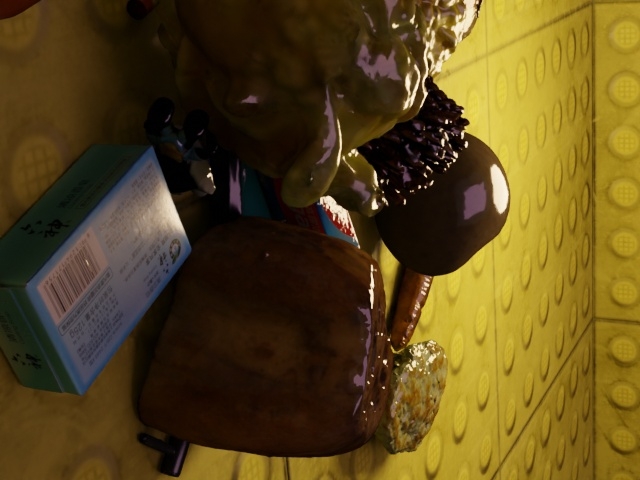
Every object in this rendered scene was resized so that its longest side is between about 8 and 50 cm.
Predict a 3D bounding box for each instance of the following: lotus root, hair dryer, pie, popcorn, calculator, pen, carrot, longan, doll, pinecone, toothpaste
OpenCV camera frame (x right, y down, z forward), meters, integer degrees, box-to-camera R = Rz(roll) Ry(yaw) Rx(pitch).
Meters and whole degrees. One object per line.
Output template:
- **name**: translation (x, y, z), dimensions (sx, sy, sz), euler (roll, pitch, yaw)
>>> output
- **lotus root**: translation (-0.025, 0.124, 1.288), dimensions (0.316, 0.250, 0.316), euler (-43, 139, -53)
- **hair dryer**: translation (-0.187, 0.246, 1.261), dimensions (0.083, 0.026, 0.047), euler (46, 52, -52)
- **pie**: translation (0.151, 0.266, 1.863), dimensions (0.248, 0.090, 0.201), euler (15, 87, -63)
- **popcorn**: translation (0.105, -0.335, 1.589), dimensions (0.181, 0.217, 0.235), euler (-48, 149, -12)
- **calculator**: translation (-0.071, -0.098, 1.406), dimensions (0.248, 0.058, 0.274), euler (-20, 111, -61)
- **popcorn**: translation (-0.018, -0.207, 1.161), dimensions (0.279, 0.335, 0.274), euler (-56, 179, 17)
- **pen**: translation (-0.154, -0.325, 1.237), dimensions (0.239, 0.028, 0.028), euler (-59, 143, -41)
- **carrot**: translation (0.176, 0.059, 1.934), dimensions (0.066, 0.066, 0.314), euler (55, 50, -52)
- **longan**: translation (0.203, -0.061, 1.783), dimensions (0.248, 0.248, 0.248), euler (-16, 108, -62)
- **doll**: translation (-0.156, -0.089, 1.157), dimensions (0.195, 0.096, 0.070), euler (111, 3, -68)
- **pinecone**: translation (0.078, -0.148, 1.416), dimensions (0.221, 0.222, 0.221), euler (-16, 108, -62)
- **toothpaste**: translation (0.001, 0.000, 1.406), dimensions (0.066, 0.076, 0.320), euler (-57, 140, -37)

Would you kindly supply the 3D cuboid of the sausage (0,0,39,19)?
- **sausage**: translation (-0.249, -0.294, 0.940), dimensions (0.258, 0.133, 0.133), euler (-65, 147, -36)

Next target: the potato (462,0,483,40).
- **potato**: translation (0.192, -0.458, 1.781), dimensions (0.176, 0.141, 0.298), euler (-48, 138, -32)

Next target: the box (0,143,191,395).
- **box**: translation (-0.232, 0.023, 1.072), dimensions (0.232, 0.083, 0.142), euler (-60, 143, -44)
